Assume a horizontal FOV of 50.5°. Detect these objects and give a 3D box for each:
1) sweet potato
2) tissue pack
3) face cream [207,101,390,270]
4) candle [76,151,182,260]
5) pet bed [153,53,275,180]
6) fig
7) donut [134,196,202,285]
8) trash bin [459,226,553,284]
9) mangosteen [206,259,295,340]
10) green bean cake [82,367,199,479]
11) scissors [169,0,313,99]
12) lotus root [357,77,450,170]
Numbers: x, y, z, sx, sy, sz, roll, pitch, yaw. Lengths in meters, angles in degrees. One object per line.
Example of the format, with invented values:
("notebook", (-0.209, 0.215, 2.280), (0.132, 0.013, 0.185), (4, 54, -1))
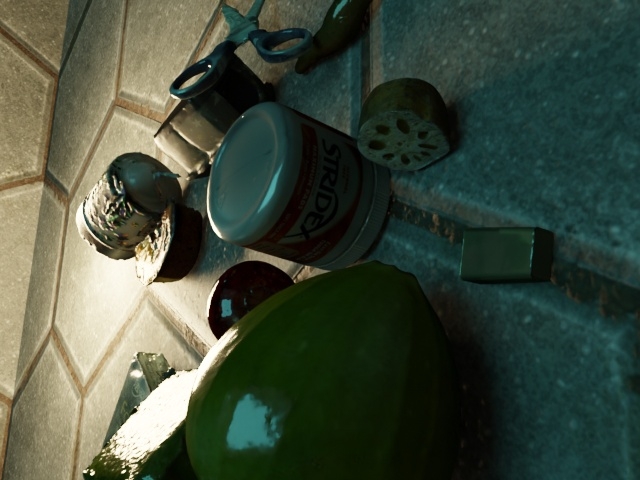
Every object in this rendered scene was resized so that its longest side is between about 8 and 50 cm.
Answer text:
("sweet potato", (0.020, -0.338, 1.100), (0.249, 0.059, 0.069), (-40, 29, 46))
("tissue pack", (-0.363, 0.384, 1.388), (0.185, 0.081, 0.257), (43, 116, 51))
("face cream", (-0.034, -0.072, 0.959), (0.201, 0.187, 0.201), (-25, 56, 44))
("candle", (-0.410, -0.097, 1.525), (0.330, 0.187, 0.187), (-40, 49, 40))
("pet bed", (-0.190, -0.221, 1.288), (0.211, 0.159, 0.183), (-28, 29, 47))
("fig", (0.017, 0.166, 0.748), (0.316, 0.316, 0.316), (-23, 61, 50))
("donut", (-0.319, 0.024, 1.438), (0.217, 0.085, 0.141), (-36, 52, 45))
("trash bin", (0.203, 0.017, 0.738), (0.092, 0.043, 0.060), (-2, 78, 51))
("mangosteen", (-0.117, 0.111, 1.067), (0.181, 0.146, 0.155), (-11, 73, 53))
("green bean cake", (-0.211, 0.325, 1.050), (0.250, 0.156, 0.247), (-15, 28, 51))
("scissors", (-0.137, -0.381, 1.234), (0.256, 0.029, 0.383), (-17, 37, 11))
("lotus root", (0.103, -0.151, 0.869), (0.122, 0.112, 0.081), (-25, 53, 50))
